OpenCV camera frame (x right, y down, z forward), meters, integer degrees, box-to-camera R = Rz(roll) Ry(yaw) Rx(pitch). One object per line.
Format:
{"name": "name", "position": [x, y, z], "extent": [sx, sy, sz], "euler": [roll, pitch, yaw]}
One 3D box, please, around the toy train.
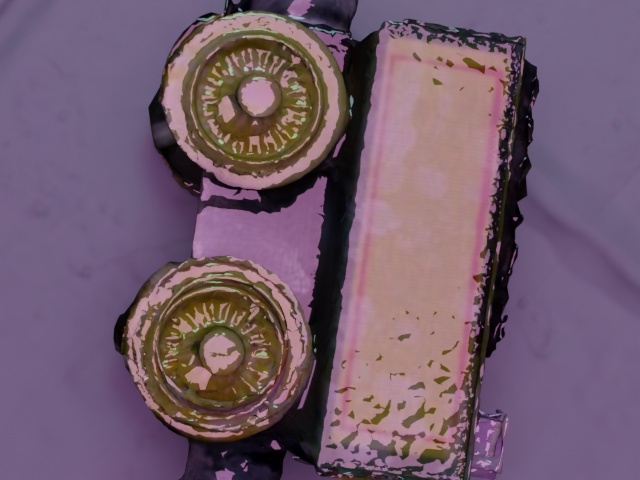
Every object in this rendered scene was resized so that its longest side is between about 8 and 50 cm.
{"name": "toy train", "position": [0.000, 0.000, 0.842], "extent": [0.177, 0.134, 0.261], "euler": [8, 87, -8]}
